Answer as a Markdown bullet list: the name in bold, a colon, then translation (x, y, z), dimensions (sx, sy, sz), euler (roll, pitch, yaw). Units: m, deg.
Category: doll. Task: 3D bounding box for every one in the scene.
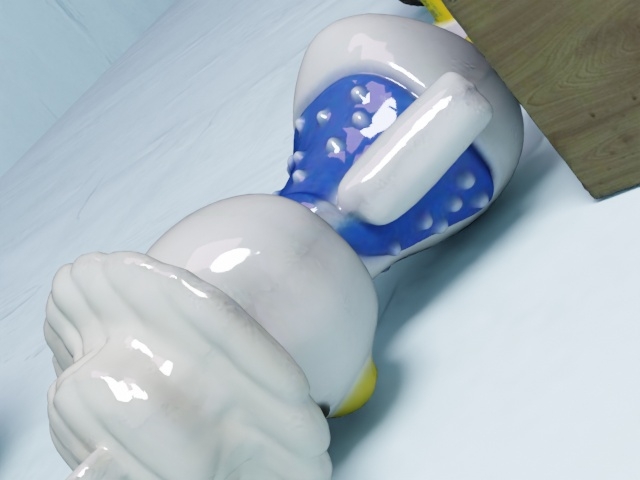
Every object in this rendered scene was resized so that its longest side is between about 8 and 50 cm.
- **doll**: translation (0.000, 0.000, 0.461), dimensions (0.138, 0.119, 0.293), euler (-34, 10, 50)

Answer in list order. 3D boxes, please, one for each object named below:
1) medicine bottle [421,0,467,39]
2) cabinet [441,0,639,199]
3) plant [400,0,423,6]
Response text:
- **medicine bottle**: translation (0.040, -0.209, 0.700), dimensions (0.074, 0.218, 0.074), euler (-38, 17, 14)
- **cabinet**: translation (0.120, -0.164, 0.418), dimensions (0.148, 0.215, 0.175), euler (-21, 25, 46)
- **plant**: translation (0.081, -0.262, 0.866), dimensions (0.256, 0.164, 0.142), euler (-34, 13, -38)
